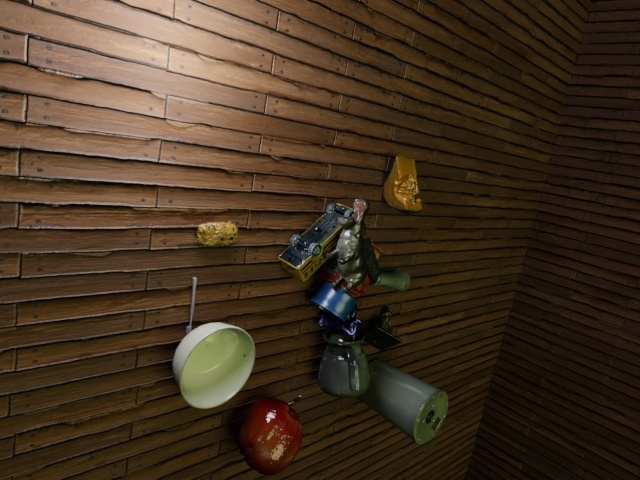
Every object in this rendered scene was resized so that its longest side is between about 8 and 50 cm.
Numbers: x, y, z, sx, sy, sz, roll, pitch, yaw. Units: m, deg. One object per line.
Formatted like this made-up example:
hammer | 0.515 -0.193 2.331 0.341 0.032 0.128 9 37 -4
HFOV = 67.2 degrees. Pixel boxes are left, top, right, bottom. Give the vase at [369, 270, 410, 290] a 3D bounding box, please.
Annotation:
vase | 0.301 0.175 2.170 0.219 0.096 0.096 11 97 -43

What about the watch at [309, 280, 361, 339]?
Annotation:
watch | 0.058 0.258 1.890 0.171 0.196 0.200 -63 144 -20

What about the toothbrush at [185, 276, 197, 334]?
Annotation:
toothbrush | -0.411 0.211 1.533 0.017 0.014 0.194 1 105 -42

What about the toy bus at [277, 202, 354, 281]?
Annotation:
toy bus | 0.000 0.000 1.784 0.335 0.121 0.123 -43 137 -26

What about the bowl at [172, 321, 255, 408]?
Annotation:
bowl | -0.361 0.382 1.554 0.277 0.145 0.277 -19 120 -38

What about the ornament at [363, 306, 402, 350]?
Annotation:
ornament | 0.282 0.379 2.224 0.153 0.166 0.196 33 49 -17

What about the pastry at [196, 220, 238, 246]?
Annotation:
pastry | -0.319 -0.022 1.505 0.140 0.056 0.080 -12 125 -44

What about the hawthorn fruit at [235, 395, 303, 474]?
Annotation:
hawthorn fruit | -0.164 0.697 1.784 0.300 0.254 0.254 -43 132 -9

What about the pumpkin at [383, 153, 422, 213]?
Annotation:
pumpkin | 0.337 -0.232 2.038 0.130 0.126 0.248 -6 90 -35

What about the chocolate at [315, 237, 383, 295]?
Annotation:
chocolate | 0.127 0.090 1.952 0.234 0.108 0.237 31 84 -45

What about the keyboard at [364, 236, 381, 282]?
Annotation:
keyboard | 0.202 0.082 1.938 0.067 0.011 0.202 -43 130 -26

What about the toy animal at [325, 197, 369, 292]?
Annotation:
toy animal | 0.107 0.024 1.745 0.168 0.106 0.343 -20 122 -41

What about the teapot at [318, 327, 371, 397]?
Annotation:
teapot | 0.084 0.486 1.970 0.305 0.223 0.285 -26 116 -67

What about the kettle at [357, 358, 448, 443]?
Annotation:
kettle | 0.389 0.756 2.266 0.250 0.376 0.361 -55 134 -15
